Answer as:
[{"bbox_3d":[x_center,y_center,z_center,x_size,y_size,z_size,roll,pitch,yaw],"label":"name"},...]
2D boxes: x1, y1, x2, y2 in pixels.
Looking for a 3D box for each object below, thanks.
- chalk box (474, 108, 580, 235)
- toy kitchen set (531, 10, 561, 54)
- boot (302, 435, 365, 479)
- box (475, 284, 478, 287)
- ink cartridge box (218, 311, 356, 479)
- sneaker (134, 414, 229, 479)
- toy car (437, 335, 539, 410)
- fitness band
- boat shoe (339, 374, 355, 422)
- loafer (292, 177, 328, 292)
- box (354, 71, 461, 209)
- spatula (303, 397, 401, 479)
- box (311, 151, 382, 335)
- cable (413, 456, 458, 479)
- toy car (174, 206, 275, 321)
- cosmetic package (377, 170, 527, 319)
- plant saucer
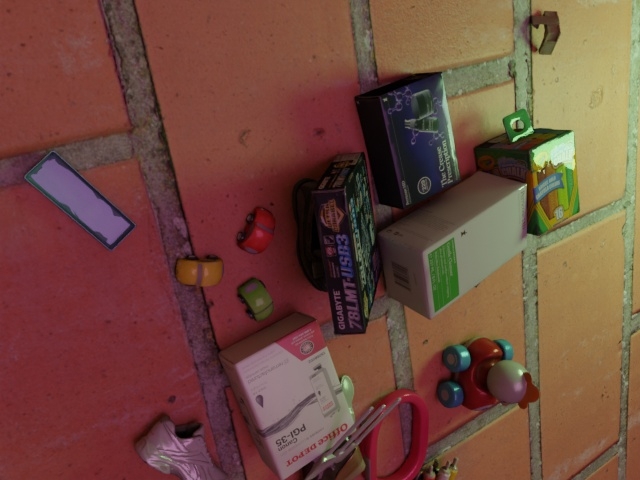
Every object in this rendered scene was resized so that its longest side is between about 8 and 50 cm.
[{"bbox_3d":[0.532,-0.187,1.387,0.180,0.179,0.289,-26,114,-24],"label":"chalk box"},{"bbox_3d":[0.585,-0.551,1.425,0.068,0.075,0.083,3,63,4],"label":"toy kitchen set"},{"bbox_3d":[-0.026,0.546,1.306,0.248,0.090,0.207,-38,106,-17],"label":"boot"},{"bbox_3d":[0.442,0.044,1.460,0.169,0.059,0.054,-46,122,-14],"label":"box"},{"bbox_3d":[-0.066,0.330,1.168,0.207,0.117,0.283,-25,104,-24],"label":"ink cartridge box"},{"bbox_3d":[-0.263,0.445,1.120,0.232,0.090,0.115,45,74,-32],"label":"sneaker"},{"bbox_3d":[0.485,0.394,1.465,0.219,0.238,0.211,1,101,-31],"label":"toy car"},{"bbox_3d":[0.199,0.538,1.443,0.208,0.054,0.291,-8,107,-32],"label":"fitness band"},{"bbox_3d":[0.058,0.394,1.312,0.046,0.038,0.125,11,63,-35],"label":"boat shoe"},{"bbox_3d":[0.000,0.000,1.169,0.096,0.084,0.268,-22,112,-24],"label":"loafer"},{"bbox_3d":[0.204,-0.228,1.229,0.184,0.103,0.261,-26,114,-21],"label":"box"},{"bbox_3d":[0.072,0.436,1.180,0.168,0.019,0.242,10,124,-53],"label":"spatula"},{"bbox_3d":[0.063,-0.006,1.104,0.073,0.293,0.296,-5,111,15],"label":"box"},{"bbox_3d":[0.319,0.756,1.553,0.139,0.072,0.288,-1,103,-25],"label":"cable"},{"bbox_3d":[-0.152,0.079,1.115,0.239,0.053,0.225,-35,117,-19],"label":"toy car"},{"bbox_3d":[0.328,0.000,1.303,0.365,0.155,0.197,-31,124,-24],"label":"cosmetic package"},{"bbox_3d":[-0.417,-0.067,0.943,0.067,0.018,0.192,-48,122,-12],"label":"plant saucer"}]
